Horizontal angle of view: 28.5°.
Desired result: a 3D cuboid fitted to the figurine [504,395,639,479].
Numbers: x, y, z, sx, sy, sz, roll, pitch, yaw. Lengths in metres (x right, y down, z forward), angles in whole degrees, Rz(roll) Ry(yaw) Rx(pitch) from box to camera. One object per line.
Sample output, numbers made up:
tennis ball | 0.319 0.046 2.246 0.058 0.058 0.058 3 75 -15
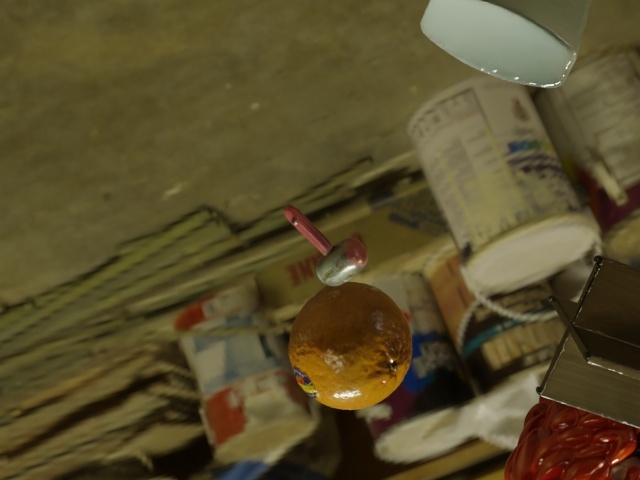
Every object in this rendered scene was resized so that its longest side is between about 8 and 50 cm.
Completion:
figurine | 0.428 0.252 1.533 0.412 0.306 0.241 -8 -174 8

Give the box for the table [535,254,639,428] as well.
table | 0.311 0.107 1.074 0.227 0.167 0.167 19 148 -8

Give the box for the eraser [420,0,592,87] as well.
eraser | 0.248 -0.322 1.566 0.189 0.290 0.104 27 134 -1

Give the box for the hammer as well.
hammer | 0.000 0.000 1.069 0.052 0.083 0.031 -40 -173 43

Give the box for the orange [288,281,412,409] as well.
orange | 0.042 0.146 1.730 0.178 0.177 0.155 -10 -175 -24
